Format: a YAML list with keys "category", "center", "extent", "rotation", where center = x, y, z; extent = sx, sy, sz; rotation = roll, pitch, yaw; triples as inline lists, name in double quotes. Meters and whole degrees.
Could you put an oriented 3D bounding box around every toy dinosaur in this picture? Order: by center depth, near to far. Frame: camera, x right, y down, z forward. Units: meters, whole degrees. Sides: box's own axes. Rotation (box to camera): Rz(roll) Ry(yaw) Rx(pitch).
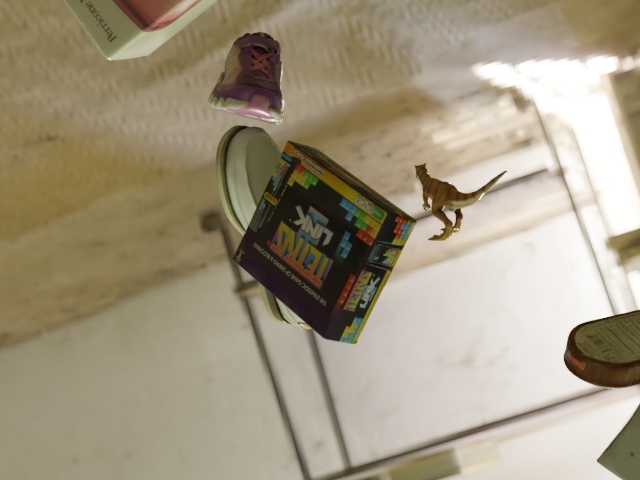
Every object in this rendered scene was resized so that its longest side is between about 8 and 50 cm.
- category: "toy dinosaur"
  center: [0.181, -0.058, 2.139]
  extent: [0.064, 0.112, 0.211]
  rotation: [-15, -160, -27]

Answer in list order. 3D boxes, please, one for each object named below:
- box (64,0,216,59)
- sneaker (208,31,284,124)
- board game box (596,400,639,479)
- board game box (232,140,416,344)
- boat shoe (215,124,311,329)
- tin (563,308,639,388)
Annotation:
- category: "box"
  center: [-0.144, -0.302, 1.471]
  extent: [0.232, 0.149, 0.127]
  rotation: [-36, -179, 15]
- category: "sneaker"
  center: [-0.087, -0.215, 1.959]
  extent: [0.095, 0.105, 0.236]
  rotation: [17, -168, -10]
- category: "board game box"
  center: [0.403, 0.145, 1.563]
  extent: [0.224, 0.097, 0.303]
  rotation: [-57, 165, 11]
- category: "board game box"
  center: [0.000, 0.000, 1.506]
  extent: [0.048, 0.170, 0.141]
  rotation: [15, 106, -44]
- category: "boat shoe"
  center: [-0.042, -0.017, 1.988]
  extent: [0.103, 0.302, 0.113]
  rotation: [11, -137, 42]
- category: "tin"
  center: [0.387, 0.129, 1.852]
  extent: [0.189, 0.106, 0.040]
  rotation: [-11, 127, -22]
